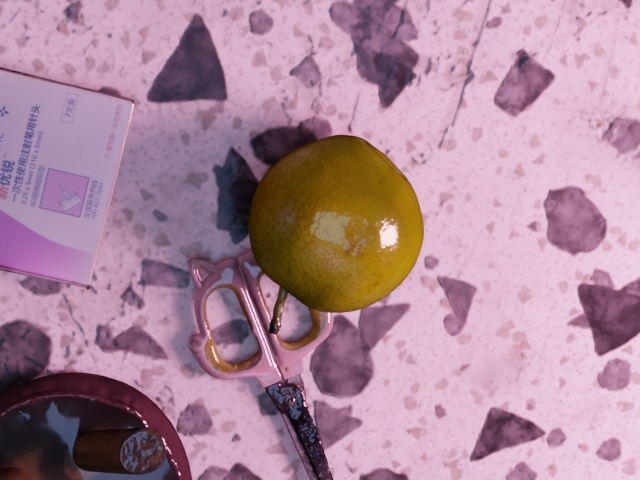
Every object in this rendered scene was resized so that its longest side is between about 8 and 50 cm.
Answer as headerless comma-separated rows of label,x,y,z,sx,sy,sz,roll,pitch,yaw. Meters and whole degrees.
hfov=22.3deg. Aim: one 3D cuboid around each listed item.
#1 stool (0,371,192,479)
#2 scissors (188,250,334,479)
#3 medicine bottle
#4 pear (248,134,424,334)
stool,-0.246,0.283,1.640,0.272,0.178,0.272,-3,101,-17
scissors,-0.042,0.147,1.735,0.160,0.024,0.317,-21,107,-6
medicine bottle,-0.289,-0.064,1.622,0.171,0.052,0.201,14,100,-13
pear,0.000,0.000,1.638,0.180,0.166,0.216,33,108,-32
